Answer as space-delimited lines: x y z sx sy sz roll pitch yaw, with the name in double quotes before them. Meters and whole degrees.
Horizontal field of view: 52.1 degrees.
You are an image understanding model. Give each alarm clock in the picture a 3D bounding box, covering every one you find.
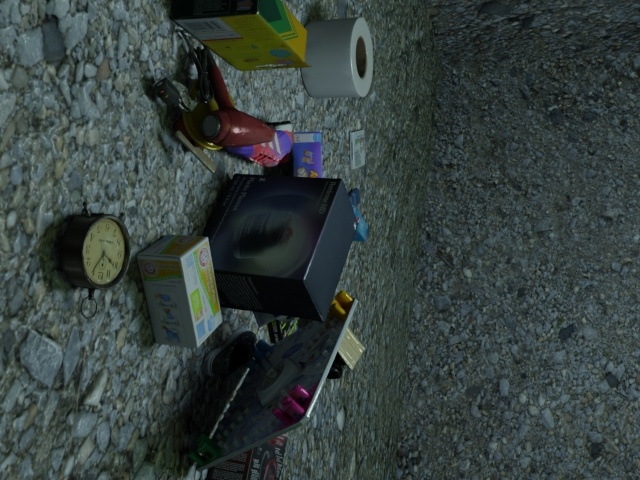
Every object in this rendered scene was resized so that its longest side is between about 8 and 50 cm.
"alarm clock" -0.386 0.038 1.111 0.129 0.064 0.192 24 68 -69

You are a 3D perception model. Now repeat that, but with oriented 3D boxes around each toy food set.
"toy food set" -0.263 -0.252 1.419 0.128 0.071 0.218 41 48 -34

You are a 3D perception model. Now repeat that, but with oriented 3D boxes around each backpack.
"backpack" 0.017 0.363 2.168 0.115 0.152 0.182 90 10 -52

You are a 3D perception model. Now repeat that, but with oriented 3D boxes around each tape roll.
"tape roll" 0.055 -0.577 2.080 0.246 0.169 0.246 2 90 -70

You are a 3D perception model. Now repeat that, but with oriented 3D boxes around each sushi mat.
"sushi mat" 0.034 0.260 2.116 0.316 0.019 0.151 56 28 -7

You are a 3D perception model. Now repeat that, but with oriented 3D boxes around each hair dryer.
"hair dryer" -0.201 -0.301 1.390 0.293 0.080 0.224 44 46 -32

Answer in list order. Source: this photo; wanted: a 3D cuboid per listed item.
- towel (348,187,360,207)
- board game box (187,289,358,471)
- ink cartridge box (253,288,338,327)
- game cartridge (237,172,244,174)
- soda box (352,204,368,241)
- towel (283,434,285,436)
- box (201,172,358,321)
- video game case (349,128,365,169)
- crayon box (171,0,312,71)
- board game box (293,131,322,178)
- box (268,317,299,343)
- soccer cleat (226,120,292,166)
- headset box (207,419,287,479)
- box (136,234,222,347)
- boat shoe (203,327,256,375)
"towel" 0.122 -0.154 2.518 0.119 0.029 0.067 -51 139 -57
"board game box" -0.110 0.317 1.517 0.050 0.390 0.390 46 37 -13
"ink cartridge box" -0.086 0.098 1.614 0.045 0.208 0.206 58 4 -48
"game cartridge" -0.193 -0.140 1.683 0.083 0.017 0.056 11 79 -69
"soda box" 0.117 -0.063 2.454 0.210 0.071 0.067 49 46 -62
"towel" -0.130 0.488 1.914 0.199 0.031 0.275 46 50 -62
"box" -0.101 0.007 1.531 0.183 0.294 0.296 69 34 -49
"video game case" 0.146 -0.360 2.573 0.157 0.019 0.143 -34 124 -66
"crayon box" -0.161 -0.470 1.463 0.318 0.202 0.081 19 75 -70
"board game box" -0.033 -0.109 1.866 0.233 0.078 0.347 94 -6 -81
"box" -0.105 0.176 1.925 0.191 0.045 0.184 -58 147 -55
"soccer cleat" -0.146 -0.237 1.669 0.318 0.108 0.116 -41 126 -68
"headset box" -0.187 0.592 1.655 0.218 0.110 0.293 52 44 -61
"box" -0.284 0.101 1.337 0.114 0.103 0.203 -50 138 -59
"boat shoe" -0.202 0.277 1.622 0.228 0.076 0.080 -20 111 -68
